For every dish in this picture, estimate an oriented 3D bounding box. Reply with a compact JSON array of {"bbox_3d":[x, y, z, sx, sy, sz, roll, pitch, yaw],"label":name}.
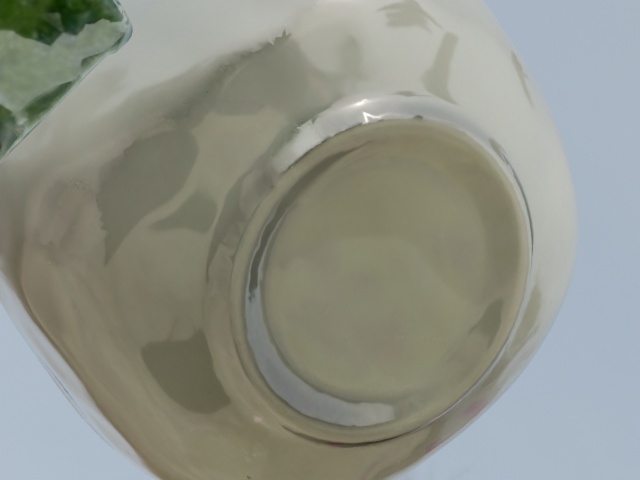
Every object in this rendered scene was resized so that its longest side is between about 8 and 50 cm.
[{"bbox_3d":[0.000,0.000,0.672,0.256,0.256,0.117,45,-6,-30],"label":"dish"}]

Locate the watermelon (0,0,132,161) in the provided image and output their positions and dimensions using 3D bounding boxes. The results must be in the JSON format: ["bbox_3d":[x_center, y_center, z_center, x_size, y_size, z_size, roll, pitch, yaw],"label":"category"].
[{"bbox_3d":[-0.219,-0.017,0.402,0.289,0.320,0.213,37,9,14],"label":"watermelon"}]
